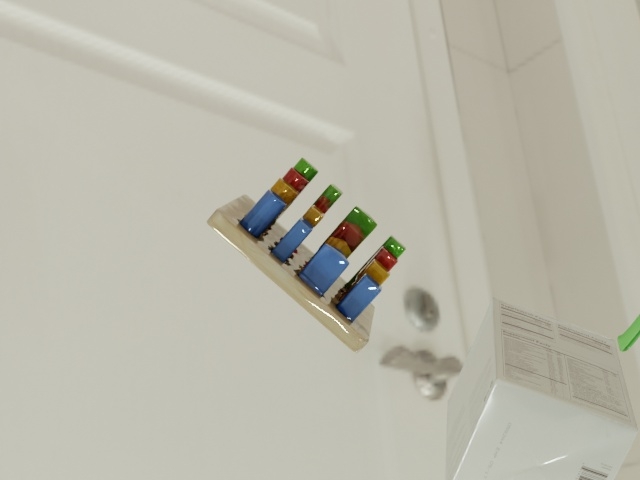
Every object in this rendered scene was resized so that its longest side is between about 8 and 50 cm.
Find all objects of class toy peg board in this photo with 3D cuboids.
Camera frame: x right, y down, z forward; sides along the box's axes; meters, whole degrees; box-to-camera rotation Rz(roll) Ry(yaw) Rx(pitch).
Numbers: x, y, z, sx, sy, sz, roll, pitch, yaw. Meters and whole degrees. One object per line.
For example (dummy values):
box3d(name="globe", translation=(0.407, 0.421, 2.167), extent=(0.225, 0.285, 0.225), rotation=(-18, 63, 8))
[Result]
box3d(name="toy peg board", translation=(0.000, 0.000, 0.948), extent=(0.079, 0.161, 0.160), rotation=(-49, -179, 8))

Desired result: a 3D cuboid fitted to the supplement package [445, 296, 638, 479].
box3d(name="supplement package", translation=(0.299, 0.245, 1.551), extent=(0.198, 0.263, 0.199), rotation=(19, 113, 0))

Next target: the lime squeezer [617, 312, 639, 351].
box3d(name="lime squeezer", translation=(0.424, 0.029, 1.153), extent=(0.058, 0.110, 0.310), rotation=(16, 154, -36))
